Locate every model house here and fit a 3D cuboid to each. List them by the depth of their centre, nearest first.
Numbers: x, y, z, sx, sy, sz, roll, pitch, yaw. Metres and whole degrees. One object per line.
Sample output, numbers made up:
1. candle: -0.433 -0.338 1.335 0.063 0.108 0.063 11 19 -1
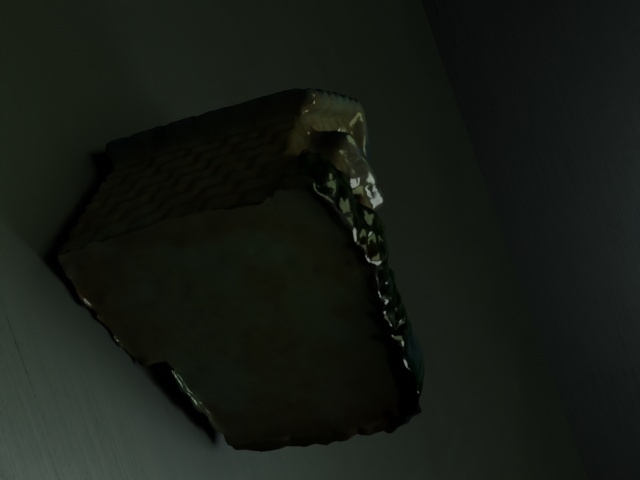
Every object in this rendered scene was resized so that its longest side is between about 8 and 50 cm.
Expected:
1. model house: -0.049 0.003 1.355 0.445 0.395 0.400 59 26 -32
